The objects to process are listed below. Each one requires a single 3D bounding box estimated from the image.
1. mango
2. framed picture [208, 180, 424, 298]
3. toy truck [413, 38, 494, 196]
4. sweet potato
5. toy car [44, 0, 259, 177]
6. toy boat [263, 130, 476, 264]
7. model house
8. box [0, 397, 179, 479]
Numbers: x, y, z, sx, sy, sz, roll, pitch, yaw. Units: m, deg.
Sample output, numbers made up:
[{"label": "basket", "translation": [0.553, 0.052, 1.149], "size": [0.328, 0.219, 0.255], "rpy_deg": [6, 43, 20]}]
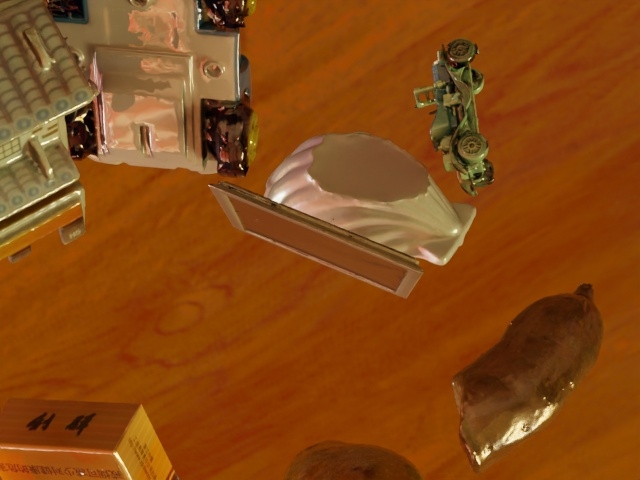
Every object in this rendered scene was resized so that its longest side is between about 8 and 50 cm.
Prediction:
[{"label": "mango", "translation": [0.035, 0.354, 1.677], "size": [0.329, 0.176, 0.175], "rpy_deg": [23, 104, 58]}, {"label": "framed picture", "translation": [0.000, 0.000, 1.343], "size": [0.232, 0.296, 0.019], "rpy_deg": [22, 83, 3]}, {"label": "toy truck", "translation": [0.136, -0.127, 1.276], "size": [0.078, 0.080, 0.154], "rpy_deg": [-8, 67, 11]}, {"label": "sweet potato", "translation": [0.312, 0.187, 1.793], "size": [0.369, 0.158, 0.158], "rpy_deg": [-39, 65, -22]}, {"label": "toy car", "translation": [-0.146, -0.195, 1.103], "size": [0.198, 0.314, 0.166], "rpy_deg": [4, 41, 3]}, {"label": "toy boat", "translation": [0.056, -0.065, 1.607], "size": [0.290, 0.100, 0.199], "rpy_deg": [20, 58, 20]}, {"label": "model house", "translation": [-0.306, -0.081, 0.966], "size": [0.224, 0.215, 0.198], "rpy_deg": [-30, 70, -21]}, {"label": "box", "translation": [-0.209, 0.258, 1.190], "size": [0.152, 0.237, 0.070], "rpy_deg": [-2, 40, 24]}]
